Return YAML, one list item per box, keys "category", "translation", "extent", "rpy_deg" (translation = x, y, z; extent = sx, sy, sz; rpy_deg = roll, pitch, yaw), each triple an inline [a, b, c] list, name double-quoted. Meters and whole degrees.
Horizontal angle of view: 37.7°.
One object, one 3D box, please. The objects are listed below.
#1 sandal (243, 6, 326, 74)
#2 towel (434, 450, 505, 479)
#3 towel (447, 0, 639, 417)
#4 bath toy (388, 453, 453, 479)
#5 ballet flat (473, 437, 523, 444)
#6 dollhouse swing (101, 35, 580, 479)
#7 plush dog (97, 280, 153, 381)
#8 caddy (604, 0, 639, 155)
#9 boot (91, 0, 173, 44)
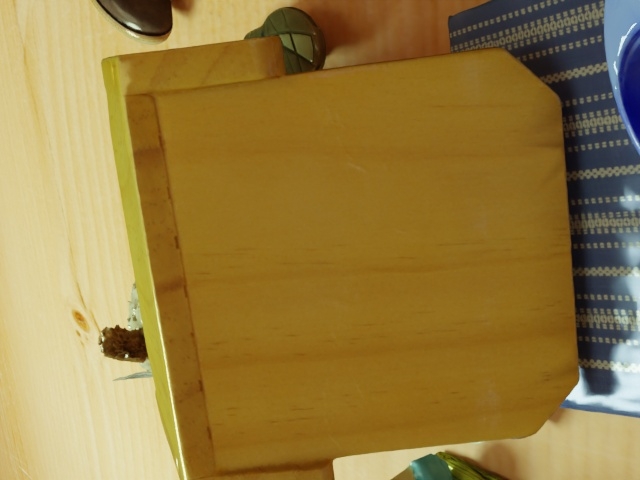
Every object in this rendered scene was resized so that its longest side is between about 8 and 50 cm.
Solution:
- category: "sandal"
  translation: [-0.030, -0.188, 0.925]
  extent: [0.180, 0.049, 0.072]
  rpy_deg: [-171, 73, -68]
- category: "towel"
  translation: [0.158, 0.328, 0.926]
  extent: [0.102, 0.021, 0.237]
  rpy_deg: [20, 122, 55]
- category: "towel"
  translation: [0.210, -0.027, 0.685]
  extent: [0.243, 0.040, 0.336]
  rpy_deg: [-5, 100, 57]
- category: "bath toy"
  translation: [0.157, 0.343, 0.778]
  extent: [0.151, 0.129, 0.348]
  rpy_deg: [42, -174, -46]
- category: "ballet flat"
  translation: [0.108, 0.157, 0.877]
  extent: [0.221, 0.077, 0.079]
  rpy_deg: [-6, 124, 54]
- category: "dollhouse swing"
  translation: [0.000, 0.000, 0.789]
  extent: [0.315, 0.305, 0.346]
  rpy_deg: [-147, 47, -71]
- category: "plush dog"
  translation: [-0.155, 0.039, 1.099]
  extent: [0.262, 0.211, 0.225]
  rpy_deg: [-41, 46, 52]
- category: "caddy"
  translation: [0.291, -0.089, 0.412]
  extent: [0.341, 0.179, 0.241]
  rpy_deg: [30, 129, 43]
- category: "boot"
  translation: [-0.212, -0.370, 1.047]
  extent: [0.248, 0.090, 0.207]
  rpy_deg: [64, 147, 17]
